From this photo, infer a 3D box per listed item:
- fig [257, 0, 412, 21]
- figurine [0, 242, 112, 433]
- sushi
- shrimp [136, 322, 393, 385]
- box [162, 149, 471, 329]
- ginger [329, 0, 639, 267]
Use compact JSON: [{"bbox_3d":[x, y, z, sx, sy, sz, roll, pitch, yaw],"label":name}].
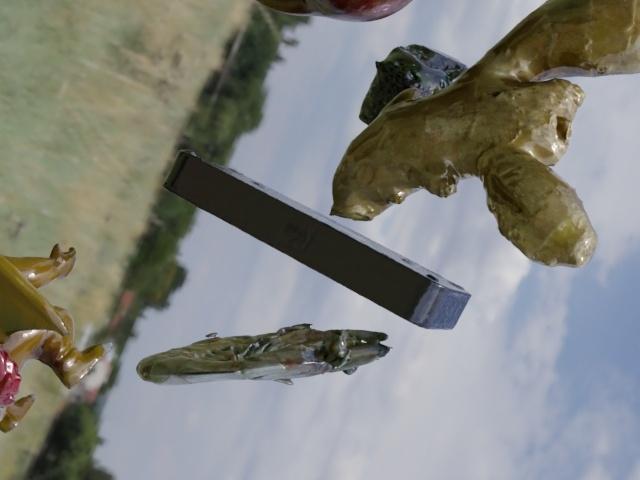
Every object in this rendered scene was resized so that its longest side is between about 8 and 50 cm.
[{"bbox_3d":[0.024,-0.308,1.543,0.207,0.175,0.175,-48,-167,18],"label":"fig"},{"bbox_3d":[-0.436,0.043,1.577,0.401,0.387,0.268,-33,-172,44],"label":"figurine"},{"bbox_3d":[0.144,-0.214,1.976,0.225,0.124,0.127,-20,135,-63],"label":"sushi"},{"bbox_3d":[-0.074,0.166,1.890,0.247,0.360,0.085,-178,-97,-83],"label":"shrimp"},{"bbox_3d":[0.000,0.000,1.572,0.058,0.350,0.211,-64,165,4],"label":"box"},{"bbox_3d":[0.190,-0.143,1.500,0.122,0.348,0.363,45,61,-51],"label":"ginger"}]
